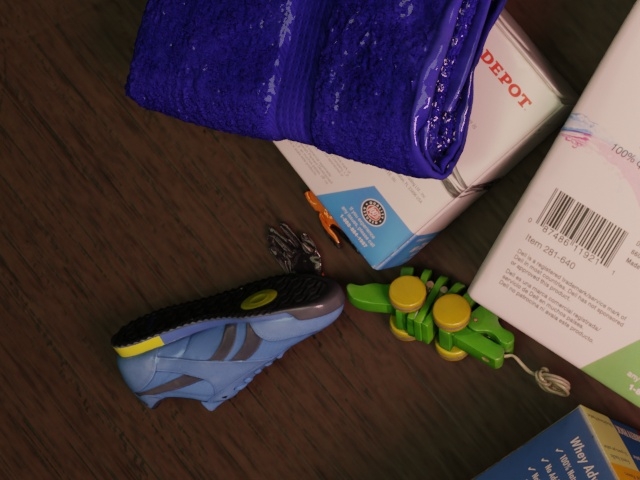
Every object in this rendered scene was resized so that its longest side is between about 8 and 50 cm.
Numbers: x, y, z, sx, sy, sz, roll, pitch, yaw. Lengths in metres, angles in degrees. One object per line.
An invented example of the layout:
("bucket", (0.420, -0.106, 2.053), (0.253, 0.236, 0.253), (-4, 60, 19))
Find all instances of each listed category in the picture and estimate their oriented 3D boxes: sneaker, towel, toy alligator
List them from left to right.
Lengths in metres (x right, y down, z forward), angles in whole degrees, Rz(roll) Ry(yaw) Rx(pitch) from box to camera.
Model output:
("sneaker", (-0.066, 0.085, 1.305), (0.209, 0.069, 0.082), (-17, 109, 24))
("towel", (-0.006, -0.181, 1.183), (0.308, 0.076, 0.227), (15, 85, 39))
("toy alligator", (0.112, 0.060, 1.238), (0.190, 0.056, 0.051), (23, 62, 19))

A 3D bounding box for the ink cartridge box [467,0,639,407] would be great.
("ink cartridge box", (0.264, -0.030, 1.131), (0.201, 0.117, 0.278), (33, 106, 16))

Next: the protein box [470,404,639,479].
("protein box", (0.175, 0.261, 1.145), (0.201, 0.136, 0.199), (-38, 55, 20))

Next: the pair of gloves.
("pair of gloves", (0.000, 0.000, 1.297), (0.074, 0.010, 0.083), (48, 112, 10))

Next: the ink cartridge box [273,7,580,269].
("ink cartridge box", (0.078, -0.091, 1.219), (0.191, 0.082, 0.139), (-42, 78, 18))
